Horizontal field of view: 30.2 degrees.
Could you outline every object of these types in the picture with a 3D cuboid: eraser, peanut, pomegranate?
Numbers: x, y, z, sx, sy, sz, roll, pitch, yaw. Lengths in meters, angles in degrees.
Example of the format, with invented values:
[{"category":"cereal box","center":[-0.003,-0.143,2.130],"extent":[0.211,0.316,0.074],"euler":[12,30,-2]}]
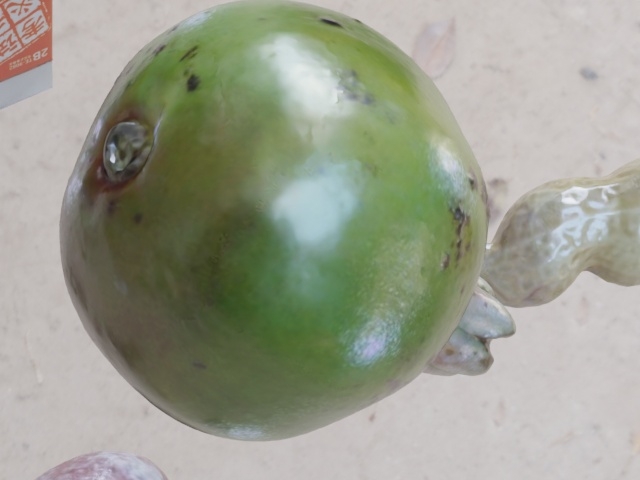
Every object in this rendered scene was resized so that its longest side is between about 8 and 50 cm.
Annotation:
[{"category":"eraser","center":[-0.411,-0.252,1.490],"extent":[0.157,0.230,0.038],"euler":[-29,65,-29]},{"category":"peanut","center":[0.234,-0.009,0.983],"extent":[0.228,0.085,0.104],"euler":[-13,94,0]},{"category":"pomegranate","center":[0.000,0.000,0.489],"extent":[0.210,0.180,0.180],"euler":[25,53,-33]}]

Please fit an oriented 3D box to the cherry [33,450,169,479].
[{"category":"cherry","center":[-0.260,0.362,1.271],"extent":[0.213,0.236,0.285],"euler":[18,66,-5]}]
